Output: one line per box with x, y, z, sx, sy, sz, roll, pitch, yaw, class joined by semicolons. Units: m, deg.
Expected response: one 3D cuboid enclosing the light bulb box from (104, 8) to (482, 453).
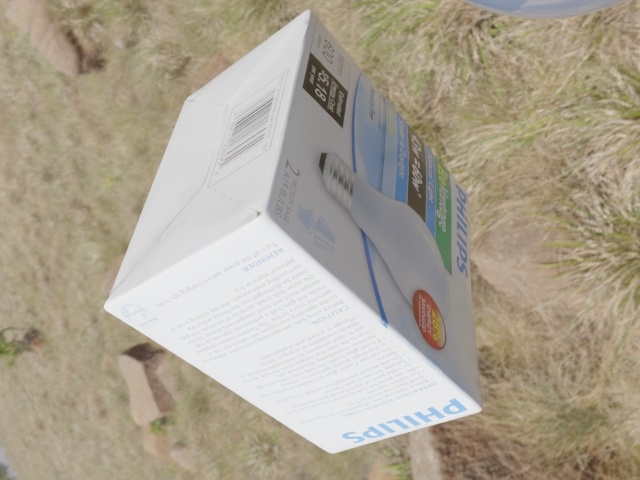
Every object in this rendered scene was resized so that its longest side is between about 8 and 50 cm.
0.000;0.000;0.805;0.225;0.357;0.361;-26;128;31;light bulb box

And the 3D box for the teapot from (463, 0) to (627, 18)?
0.101;-0.243;0.406;0.187;0.256;0.252;-8;67;37;teapot
